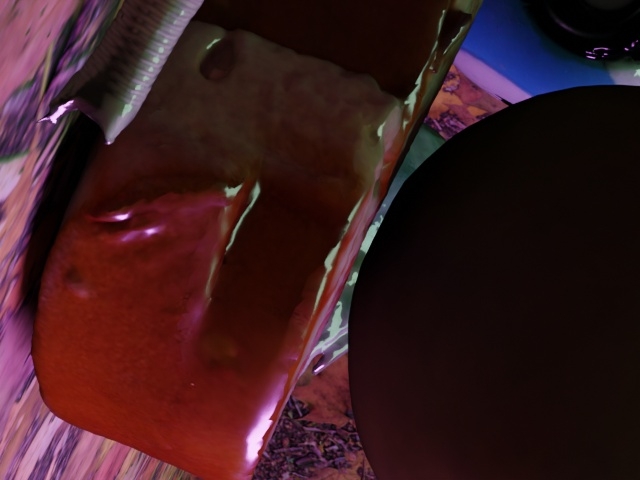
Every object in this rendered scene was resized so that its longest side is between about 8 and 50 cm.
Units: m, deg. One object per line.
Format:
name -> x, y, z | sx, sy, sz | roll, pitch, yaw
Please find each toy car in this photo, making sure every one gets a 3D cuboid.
toy car -> 0.113, -0.174, 1.040 | 0.190, 0.255, 0.188 | -19, 174, 22

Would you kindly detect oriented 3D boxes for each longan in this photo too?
longan -> 0.135, 0.049, 0.856 | 0.258, 0.258, 0.258 | -64, 178, -4

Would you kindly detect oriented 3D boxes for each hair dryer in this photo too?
hair dryer -> -0.004, -0.159, 0.538 | 0.267, 0.092, 0.229 | -54, 170, -10

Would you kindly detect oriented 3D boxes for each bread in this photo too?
bread -> -0.016, -0.049, 0.856 | 0.295, 0.114, 0.327 | 111, 4, -64

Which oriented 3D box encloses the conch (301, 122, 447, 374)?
conch -> 0.000, 0.000, 1.299 | 0.220, 0.195, 0.277 | -44, -154, 12
